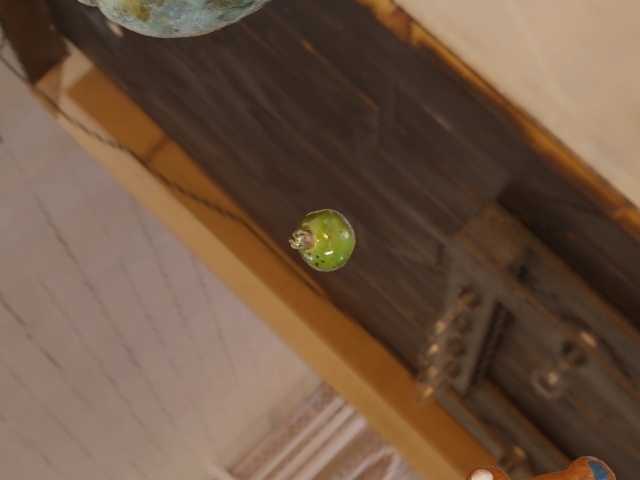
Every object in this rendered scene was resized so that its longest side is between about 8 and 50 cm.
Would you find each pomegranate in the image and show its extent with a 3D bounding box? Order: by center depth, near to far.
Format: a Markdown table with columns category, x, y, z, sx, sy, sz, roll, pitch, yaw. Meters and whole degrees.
| category | x | y | z | sx | sy | sz | roll | pitch | yaw |
| --- | --- | --- | --- | --- | --- | --- | --- | --- | --- |
| pomegranate | 0.001 | 0.004 | 1.582 | 0.084 | 0.073 | 0.073 | -42 | 166 | -44 |

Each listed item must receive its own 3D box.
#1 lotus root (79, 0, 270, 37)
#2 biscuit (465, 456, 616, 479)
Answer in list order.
| category | x | y | z | sx | sy | sz | roll | pitch | yaw |
| --- | --- | --- | --- | --- | --- | --- | --- | --- | --- |
| lotus root | -0.072 | -0.286 | 1.234 | 0.349 | 0.175 | 0.175 | -20 | 173 | 19 |
| biscuit | 0.270 | 0.398 | 1.930 | 0.324 | 0.205 | 0.049 | -7 | 136 | -2 |
